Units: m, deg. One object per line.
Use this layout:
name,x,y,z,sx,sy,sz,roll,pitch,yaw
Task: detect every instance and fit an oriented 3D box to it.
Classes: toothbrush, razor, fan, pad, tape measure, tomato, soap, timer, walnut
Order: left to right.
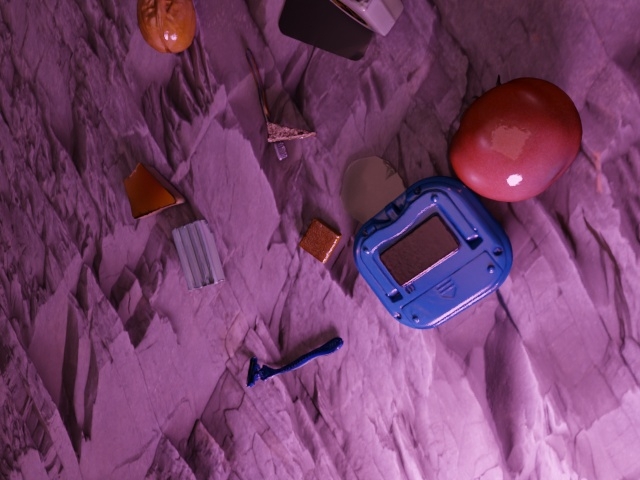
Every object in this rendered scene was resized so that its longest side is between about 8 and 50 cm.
walnut,-0.430,-0.628,1.322,0.159,0.159,0.207,-1,90,24
soap,-0.370,0.043,1.437,0.114,0.063,0.199,-15,91,23
toothbrush,-0.154,-0.377,1.305,0.031,0.023,0.321,-20,90,18
razor,-0.068,0.344,1.359,0.324,0.093,0.056,-24,128,21
pad,0.023,-0.583,1.209,0.267,0.004,0.181,28,107,17
tape measure,0.079,-0.574,1.054,0.207,0.235,0.115,43,109,12
fan,0.195,-0.111,1.197,0.310,0.010,0.182,15,107,21
timer,0.257,0.034,1.133,0.340,0.115,0.309,-39,81,24
tomato,0.397,-0.203,0.969,0.224,0.255,0.256,48,113,27

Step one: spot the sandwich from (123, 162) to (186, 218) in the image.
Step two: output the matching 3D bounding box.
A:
sandwich,-0.523,-0.166,1.477,0.192,0.058,0.163,-14,91,27

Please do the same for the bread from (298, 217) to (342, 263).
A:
bread,0.000,0.000,1.284,0.090,0.035,0.094,36,109,15

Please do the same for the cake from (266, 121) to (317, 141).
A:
cake,-0.078,-0.279,1.260,0.139,0.051,0.055,13,96,11
